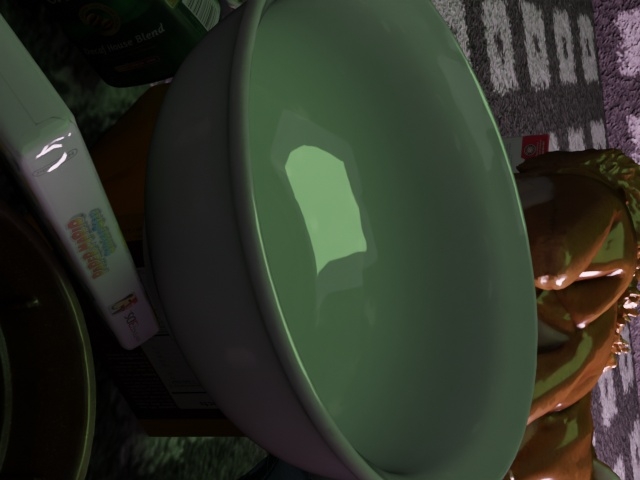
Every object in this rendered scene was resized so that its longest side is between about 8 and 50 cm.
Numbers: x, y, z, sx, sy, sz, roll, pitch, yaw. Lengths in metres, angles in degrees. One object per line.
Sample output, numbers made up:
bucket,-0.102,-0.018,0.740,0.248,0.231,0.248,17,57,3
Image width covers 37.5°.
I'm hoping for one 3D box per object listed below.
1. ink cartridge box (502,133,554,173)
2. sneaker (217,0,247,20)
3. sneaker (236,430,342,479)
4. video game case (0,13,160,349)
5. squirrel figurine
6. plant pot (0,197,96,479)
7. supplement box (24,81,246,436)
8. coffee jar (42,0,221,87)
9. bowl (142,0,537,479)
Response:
ink cartridge box,0.226,-0.073,1.231,0.063,0.151,0.109,53,41,-51
sneaker,-0.036,-0.180,0.697,0.292,0.110,0.118,109,6,-67
sneaker,-0.041,0.209,0.612,0.125,0.261,0.104,-13,57,-28
video game case,-0.153,-0.073,0.414,0.227,0.026,0.206,51,-16,18
squirrel figurine,0.252,0.107,1.037,0.397,0.281,0.370,-30,112,-43
plant pot,-0.206,0.065,0.368,0.167,0.165,0.166,23,63,-56
supplement box,-0.071,0.007,0.675,0.194,0.129,0.191,67,33,-30
coffee jar,-0.148,-0.186,0.601,0.184,0.096,0.079,52,40,-44
bowl,0.000,0.000,0.516,0.298,0.134,0.297,28,55,-49
